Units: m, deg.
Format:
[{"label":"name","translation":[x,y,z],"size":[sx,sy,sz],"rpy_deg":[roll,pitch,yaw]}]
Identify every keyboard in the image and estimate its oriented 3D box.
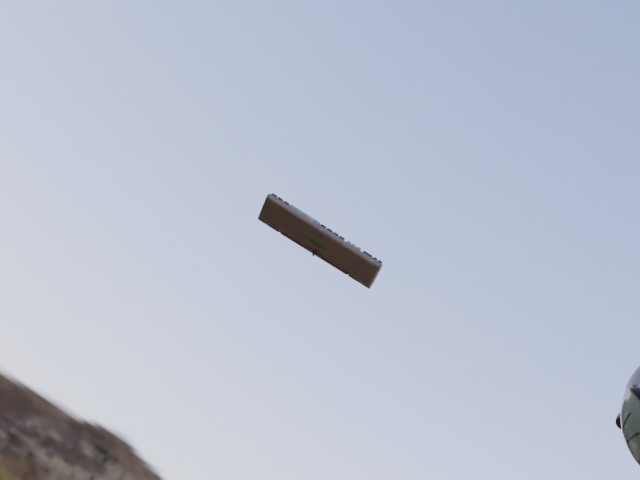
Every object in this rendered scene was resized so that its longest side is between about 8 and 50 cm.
[{"label":"keyboard","translation":[0.000,0.000,1.820],"size":[0.166,0.017,0.055],"rpy_deg":[32,-38,6]}]

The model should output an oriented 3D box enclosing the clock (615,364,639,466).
[{"label":"clock","translation":[0.385,0.216,1.451],"size":[0.199,0.146,0.243],"rpy_deg":[61,10,-51]}]
